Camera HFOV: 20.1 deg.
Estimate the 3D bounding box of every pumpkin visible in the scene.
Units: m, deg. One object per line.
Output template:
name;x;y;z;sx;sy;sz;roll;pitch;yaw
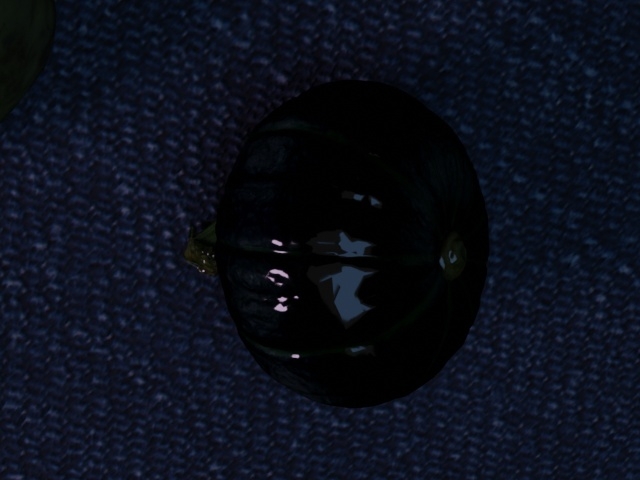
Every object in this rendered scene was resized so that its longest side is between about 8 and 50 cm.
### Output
pumpkin;0.000;0.000;1.382;0.248;0.248;0.248;-6;112;-16

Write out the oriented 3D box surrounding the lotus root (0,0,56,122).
lotus root;-0.315;-0.111;1.257;0.309;0.173;0.173;-42;117;2
